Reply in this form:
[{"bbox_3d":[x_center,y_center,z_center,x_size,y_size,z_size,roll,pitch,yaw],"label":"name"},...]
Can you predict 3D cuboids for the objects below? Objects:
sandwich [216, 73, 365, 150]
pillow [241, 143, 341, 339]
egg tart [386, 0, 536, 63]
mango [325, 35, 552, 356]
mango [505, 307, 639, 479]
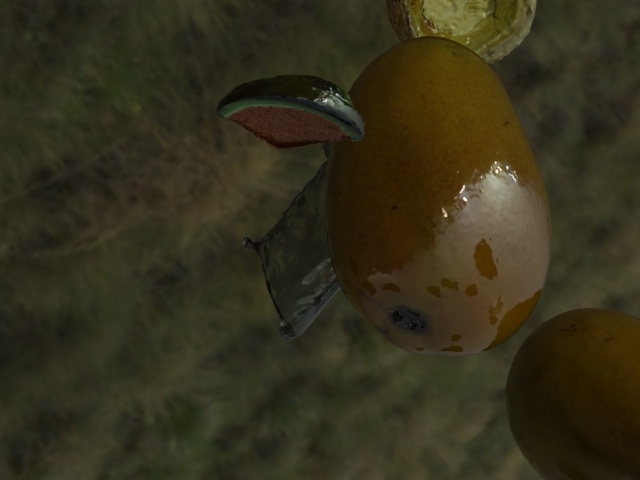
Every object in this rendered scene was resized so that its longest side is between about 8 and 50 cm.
[{"bbox_3d":[-0.024,-0.092,1.032,0.101,0.026,0.069,-5,149,22],"label":"sandwich"},{"bbox_3d":[0.000,0.000,1.811,0.059,0.169,0.255,-12,156,-41],"label":"pillow"},{"bbox_3d":[0.189,-0.338,1.970,0.212,0.212,0.090,-37,-162,5],"label":"egg tart"},{"bbox_3d":[0.126,-0.058,1.558,0.264,0.378,0.221,26,143,-37],"label":"mango"},{"bbox_3d":[0.406,0.249,1.707,0.232,0.446,0.300,-43,134,-12],"label":"mango"}]
